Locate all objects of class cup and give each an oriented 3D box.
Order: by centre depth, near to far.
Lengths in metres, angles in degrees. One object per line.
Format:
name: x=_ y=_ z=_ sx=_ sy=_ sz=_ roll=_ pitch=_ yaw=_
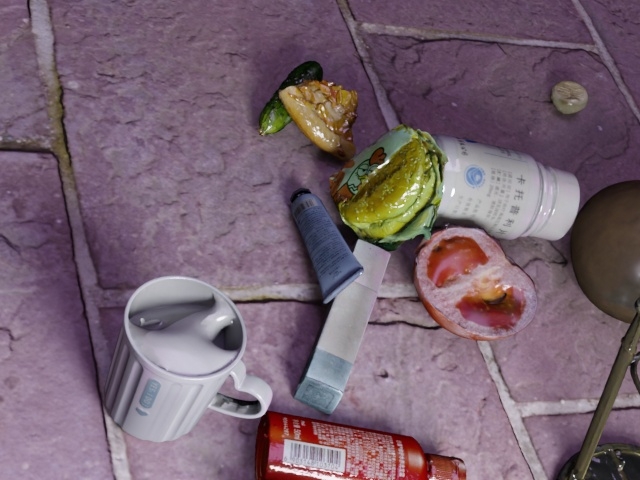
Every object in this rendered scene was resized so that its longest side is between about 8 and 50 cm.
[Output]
cup: x=-0.195 y=0.191 z=1.527 sx=0.167 sy=0.202 sz=0.221 roll=-25 pitch=66 yaw=-38

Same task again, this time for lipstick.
lipstick: x=0.039 y=0.132 z=1.780 sx=0.068 sy=0.066 sz=0.317 roll=24 pitch=46 yaw=-2

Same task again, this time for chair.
chair: x=0.565 y=0.342 z=1.608 sx=0.362 sy=0.410 sz=0.364 roll=0 pitch=52 yaw=-26

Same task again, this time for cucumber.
cucumber: x=-0.058 y=-0.266 z=2.076 sx=0.069 sy=0.069 sz=0.227 roll=32 pitch=50 yaw=3

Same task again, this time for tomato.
tomato: x=0.246 y=0.092 z=1.881 sx=0.199 sy=0.112 sz=0.228 roll=-24 pitch=66 yaw=-29

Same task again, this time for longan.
longan: x=0.604 y=0.023 z=2.010 sx=0.300 sy=0.243 sz=0.300 roll=11 pitch=66 yaw=-27

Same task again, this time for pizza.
pizza: x=0.021 y=-0.239 z=2.048 sx=0.182 sy=0.062 sz=0.161 roll=54 pitch=49 yaw=-8

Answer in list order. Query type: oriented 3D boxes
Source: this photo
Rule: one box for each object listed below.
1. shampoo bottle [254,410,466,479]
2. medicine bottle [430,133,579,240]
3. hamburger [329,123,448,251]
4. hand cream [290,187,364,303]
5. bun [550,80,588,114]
shampoo bottle: x=0.058 y=0.328 z=1.615 sx=0.314 sy=0.076 sz=0.118 roll=13 pitch=40 yaw=-15
medicine bottle: x=0.316 y=-0.089 z=2.027 sx=0.293 sy=0.170 sz=0.170 roll=11 pitch=48 yaw=-18
hamburger: x=0.127 y=-0.083 z=1.896 sx=0.125 sy=0.214 sz=0.235 roll=30 pitch=33 yaw=-35
hand cream: x=0.000 y=0.000 z=1.848 sx=0.055 sy=0.088 sz=0.256 roll=44 pitch=13 yaw=-39
bun: x=0.540 y=-0.306 z=2.396 sx=0.086 sy=0.055 sz=0.086 roll=4 pitch=46 yaw=-4
